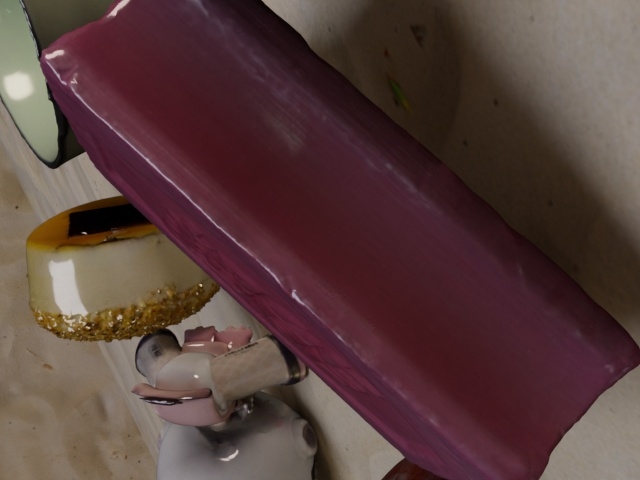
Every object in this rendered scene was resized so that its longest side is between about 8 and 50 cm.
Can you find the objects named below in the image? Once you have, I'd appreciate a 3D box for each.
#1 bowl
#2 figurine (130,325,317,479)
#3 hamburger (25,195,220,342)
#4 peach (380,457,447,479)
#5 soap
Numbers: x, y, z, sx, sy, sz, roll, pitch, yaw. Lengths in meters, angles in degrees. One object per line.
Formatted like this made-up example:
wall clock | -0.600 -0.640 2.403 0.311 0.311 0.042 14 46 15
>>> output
bowl | -0.324 -0.285 0.904 0.354 0.185 0.353 41 145 38
figurine | -0.143 0.295 1.004 0.253 0.211 0.361 6 123 30
hamburger | -0.279 0.044 1.017 0.294 0.276 0.179 -142 42 -65
peach | 0.112 0.271 0.644 0.152 0.152 0.152 42 145 38
soap | 0.000 0.000 0.488 0.359 0.128 0.233 42 167 2
